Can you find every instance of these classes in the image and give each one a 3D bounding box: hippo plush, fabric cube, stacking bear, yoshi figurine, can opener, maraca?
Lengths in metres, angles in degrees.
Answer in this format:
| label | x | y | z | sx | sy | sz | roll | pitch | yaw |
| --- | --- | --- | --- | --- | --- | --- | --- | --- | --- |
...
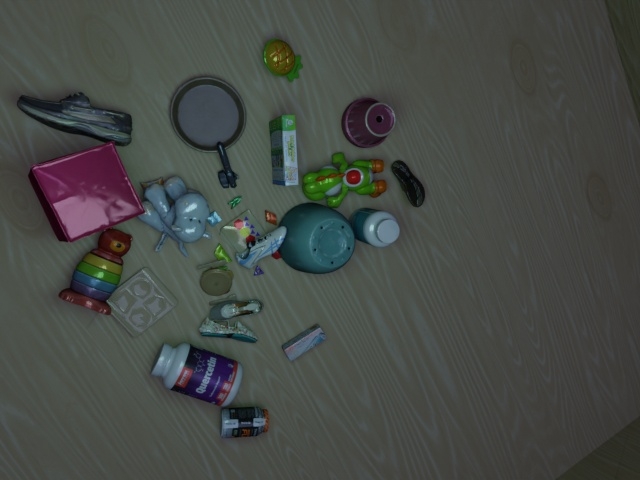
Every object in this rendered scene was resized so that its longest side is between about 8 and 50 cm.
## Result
| label | x | y | z | sx | sy | sz | roll | pitch | yaw |
| --- | --- | --- | --- | --- | --- | --- | --- | --- | --- |
| hippo plush | -0.515 | -0.079 | 1.645 | 0.234 | 0.237 | 0.294 | 14 | 93 | -33 |
| fabric cube | -0.777 | -0.156 | 1.535 | 0.254 | 0.258 | 0.259 | -27 | 105 | -30 |
| stacking bear | -0.779 | 0.094 | 1.660 | 0.175 | 0.164 | 0.289 | 29 | 78 | -30 |
| yoshi figurine | 0.075 | -0.239 | 1.880 | 0.362 | 0.203 | 0.203 | -8 | 136 | -28 |
| can opener | -0.358 | -0.282 | 1.758 | 0.073 | 0.059 | 0.186 | -19 | 124 | -17 |
| maraca | -0.142 | -0.684 | 1.767 | 0.186 | 0.099 | 0.127 | 19 | 95 | -44 |

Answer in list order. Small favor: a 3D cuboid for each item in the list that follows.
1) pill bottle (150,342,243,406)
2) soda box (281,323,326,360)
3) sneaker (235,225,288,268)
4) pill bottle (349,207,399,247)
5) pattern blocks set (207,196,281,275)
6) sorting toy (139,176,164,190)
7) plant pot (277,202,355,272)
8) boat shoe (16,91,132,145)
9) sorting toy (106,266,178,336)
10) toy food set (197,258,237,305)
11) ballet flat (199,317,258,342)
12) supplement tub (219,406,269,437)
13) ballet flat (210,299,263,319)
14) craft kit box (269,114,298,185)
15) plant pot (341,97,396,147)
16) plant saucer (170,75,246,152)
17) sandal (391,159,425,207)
| label | x | y | z | sx | sy | sz | roll | pitch | yaw |
| --- | --- | --- | --- | --- | --- | --- | --- | --- | --- |
| pill bottle | -0.475 | 0.509 | 1.793 | 0.323 | 0.181 | 0.181 | 25 | 90 | -18 |
| soda box | -0.070 | 0.430 | 1.966 | 0.183 | 0.058 | 0.063 | -31 | 105 | -9 |
| sneaker | -0.226 | 0.020 | 1.789 | 0.237 | 0.085 | 0.086 | -38 | 124 | 13 |
| pill bottle | 0.220 | -0.052 | 1.872 | 0.146 | 0.264 | 0.146 | -2 | 99 | -16 |
| pattern blocks set | -0.292 | -0.012 | 1.852 | 0.285 | 0.026 | 0.324 | -29 | 105 | -11 |
| sorting toy | -0.619 | -0.188 | 1.730 | 0.083 | 0.045 | 0.075 | -17 | 121 | -13 |
| plant pot | 0.000 | 0.000 | 1.816 | 0.293 | 0.235 | 0.292 | -2 | 97 | -21 |
| boat shoe | -0.828 | -0.433 | 1.596 | 0.356 | 0.132 | 0.130 | 15 | 84 | -26 |
| sorting toy | -0.684 | 0.234 | 1.772 | 0.208 | 0.038 | 0.193 | -40 | 107 | -12 |
| toy food set | -0.408 | 0.162 | 1.840 | 0.133 | 0.038 | 0.192 | -13 | 116 | -7 |
| ballet flat | -0.362 | 0.355 | 1.862 | 0.241 | 0.091 | 0.077 | 14 | 61 | -22 |
| supplement tub | -0.313 | 0.745 | 1.909 | 0.191 | 0.117 | 0.116 | 3 | 97 | -16 |
| ballet flat | -0.330 | 0.271 | 1.847 | 0.213 | 0.068 | 0.072 | -7 | 85 | -23 |
| craft kit box | -0.140 | -0.331 | 1.736 | 0.061 | 0.250 | 0.246 | -8 | 101 | -15 |
| plant pot | 0.205 | -0.472 | 1.852 | 0.201 | 0.180 | 0.201 | -3 | 100 | -16 |
| plant saucer | -0.419 | -0.469 | 1.743 | 0.278 | 0.041 | 0.277 | -3 | 99 | -16 |
| sandal | 0.373 | -0.243 | 2.003 | 0.090 | 0.060 | 0.219 | -37 | 92 | -15 |
